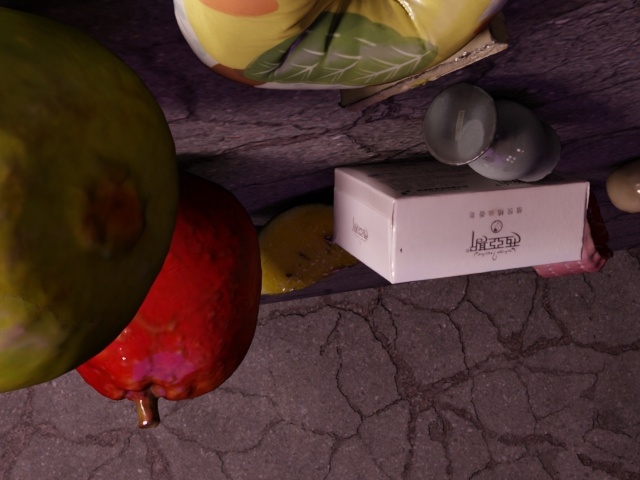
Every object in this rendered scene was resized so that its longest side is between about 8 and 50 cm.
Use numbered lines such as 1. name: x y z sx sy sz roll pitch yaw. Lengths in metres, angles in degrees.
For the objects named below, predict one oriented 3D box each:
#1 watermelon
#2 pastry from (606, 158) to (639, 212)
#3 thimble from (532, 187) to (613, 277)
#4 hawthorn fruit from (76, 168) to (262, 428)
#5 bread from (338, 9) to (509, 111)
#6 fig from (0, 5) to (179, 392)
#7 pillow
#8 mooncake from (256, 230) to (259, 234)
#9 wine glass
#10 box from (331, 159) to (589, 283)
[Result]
1. watermelon: 0.000 0.000 1.351 0.301 0.129 0.123 -22 168 32
2. pastry: 0.571 -0.094 1.493 0.157 0.091 0.156 -3 175 0
3. thimble: 0.450 -0.018 1.597 0.125 0.163 0.190 -14 163 28
4. hawthorn fruit: -0.196 0.068 1.039 0.265 0.307 0.265 -6 164 -2
5. bread: 0.074 -0.156 0.686 0.154 0.068 0.028 -18 166 38
6. fig: -0.267 -0.027 0.593 0.327 0.258 0.258 1 174 17
7. pillow: 0.022 -0.169 0.557 0.233 0.086 0.214 -1 157 -31
8. mooncake: -0.143 0.019 1.492 0.125 0.073 0.130 -21 167 38
9. wine glass: 0.201 -0.115 0.984 0.093 0.092 0.202 -16 168 35
10. box: 0.177 -0.036 1.145 0.274 0.116 0.203 -6 -162 -19
